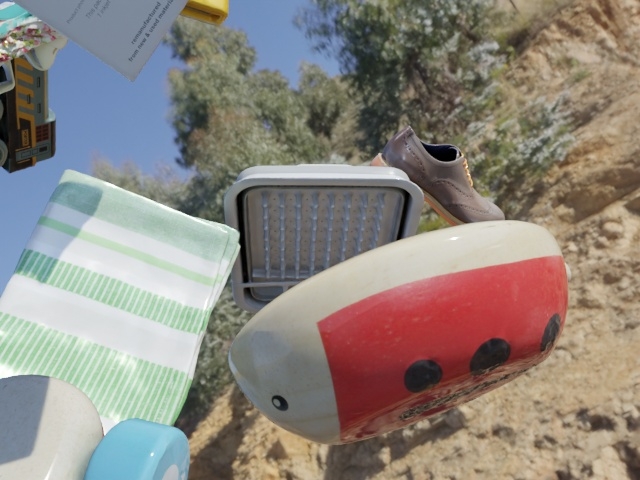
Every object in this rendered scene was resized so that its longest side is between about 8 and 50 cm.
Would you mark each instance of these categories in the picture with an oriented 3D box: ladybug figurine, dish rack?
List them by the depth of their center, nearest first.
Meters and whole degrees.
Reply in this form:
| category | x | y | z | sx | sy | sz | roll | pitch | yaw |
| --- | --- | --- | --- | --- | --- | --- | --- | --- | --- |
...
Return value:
| category | x | y | z | sx | sy | sz | roll | pitch | yaw |
| --- | --- | --- | --- | --- | --- | --- | --- | --- | --- |
| ladybug figurine | 0.118 | 0.120 | 0.725 | 0.450 | 0.161 | 0.305 | -19 | -30 | -7 |
| dish rack | 0.000 | 0.000 | 0.941 | 0.286 | 0.072 | 0.332 | 1 | -39 | -3 |

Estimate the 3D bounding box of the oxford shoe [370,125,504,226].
| category | x | y | z | sx | sy | sz | roll | pitch | yaw |
| --- | --- | --- | --- | --- | --- | --- | --- | --- | --- |
| oxford shoe | 0.287 | -0.121 | 1.283 | 0.364 | 0.130 | 0.132 | 24 | -64 | -28 |

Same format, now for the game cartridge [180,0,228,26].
| category | x | y | z | sx | sy | sz | roll | pitch | yaw |
| --- | --- | --- | --- | --- | --- | --- | --- | --- | --- |
| game cartridge | -0.266 | -0.504 | 0.866 | 0.285 | 0.323 | 0.053 | 6 | -12 | -32 |

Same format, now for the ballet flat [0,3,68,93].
| category | x | y | z | sx | sy | sz | roll | pitch | yaw |
| --- | --- | --- | --- | --- | --- | --- | --- | --- | --- |
| ballet flat | -0.350 | -0.212 | 0.659 | 0.241 | 0.091 | 0.077 | -39 | -46 | -25 |

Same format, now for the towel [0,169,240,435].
| category | x | y | z | sx | sy | sz | roll | pitch | yaw |
| --- | --- | --- | --- | --- | --- | --- | --- | --- | --- |
| towel | -0.254 | 0.088 | 0.721 | 0.038 | 0.248 | 0.324 | 132 | 156 | -60 |

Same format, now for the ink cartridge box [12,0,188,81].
| category | x | y | z | sx | sy | sz | roll | pitch | yaw |
| --- | --- | --- | --- | --- | --- | --- | --- | --- | --- |
| ink cartridge box | -0.145 | -0.161 | 0.305 | 0.063 | 0.150 | 0.109 | -51 | 28 | 12 |

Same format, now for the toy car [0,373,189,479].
| category | x | y | z | sx | sy | sz | roll | pitch | yaw |
| --- | --- | --- | --- | --- | --- | --- | --- | --- | --- |
| toy car | -0.209 | 0.235 | 0.400 | 0.210 | 0.219 | 0.237 | -70 | -17 | -49 |

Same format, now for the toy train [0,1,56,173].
| category | x | y | z | sx | sy | sz | roll | pitch | yaw |
| --- | --- | --- | --- | --- | --- | --- | --- | --- | --- |
| toy train | -0.573 | -0.263 | 1.056 | 0.190 | 0.142 | 0.333 | -33 | -29 | -46 |
